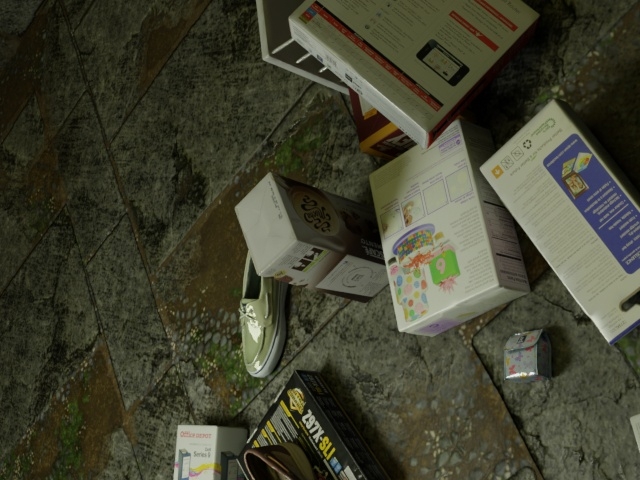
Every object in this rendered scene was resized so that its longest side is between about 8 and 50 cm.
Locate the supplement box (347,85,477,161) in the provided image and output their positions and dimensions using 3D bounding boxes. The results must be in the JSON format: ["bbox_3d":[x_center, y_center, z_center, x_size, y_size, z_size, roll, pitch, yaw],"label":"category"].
[{"bbox_3d":[0.171,-0.279,2.013,0.191,0.129,0.194,-31,58,39],"label":"supplement box"}]

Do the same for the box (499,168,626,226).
[{"bbox_3d":[0.405,-0.090,1.772,0.186,0.038,0.145,-53,47,26],"label":"box"}]

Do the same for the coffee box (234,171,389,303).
[{"bbox_3d":[0.000,0.000,2.003,0.119,0.297,0.168,-43,51,28],"label":"coffee box"}]

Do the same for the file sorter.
[{"bbox_3d":[0.032,-0.440,2.101,0.173,0.277,0.193,-27,61,39],"label":"file sorter"}]

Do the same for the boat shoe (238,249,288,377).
[{"bbox_3d":[-0.134,0.143,2.267,0.109,0.094,0.302,-2,79,48],"label":"boat shoe"}]

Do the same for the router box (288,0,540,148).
[{"bbox_3d":[0.165,-0.382,1.871,0.335,0.082,0.301,42,81,13],"label":"router box"}]

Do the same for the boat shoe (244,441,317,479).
[{"bbox_3d":[-0.042,0.509,1.932,0.123,0.123,0.342,-55,46,24],"label":"boat shoe"}]

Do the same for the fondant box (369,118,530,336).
[{"bbox_3d":[0.227,-0.020,1.909,0.238,0.096,0.330,-31,58,39],"label":"fondant box"}]

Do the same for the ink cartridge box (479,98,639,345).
[{"bbox_3d":[0.426,-0.033,1.673,0.176,0.069,0.371,-44,64,28],"label":"ink cartridge box"}]

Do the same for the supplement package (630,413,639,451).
[{"bbox_3d":[0.587,0.285,1.349,0.262,0.199,0.198,-33,56,38],"label":"supplement package"}]

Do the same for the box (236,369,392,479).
[{"bbox_3d":[-0.018,0.457,2.070,0.257,0.079,0.322,-57,45,19],"label":"box"}]

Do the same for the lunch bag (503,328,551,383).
[{"bbox_3d":[0.346,0.193,1.754,0.071,0.053,0.083,-16,60,44],"label":"lunch bag"}]

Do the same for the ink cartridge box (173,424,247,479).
[{"bbox_3d":[-0.245,0.512,2.296,0.154,0.093,0.212,-9,72,47],"label":"ink cartridge box"}]
